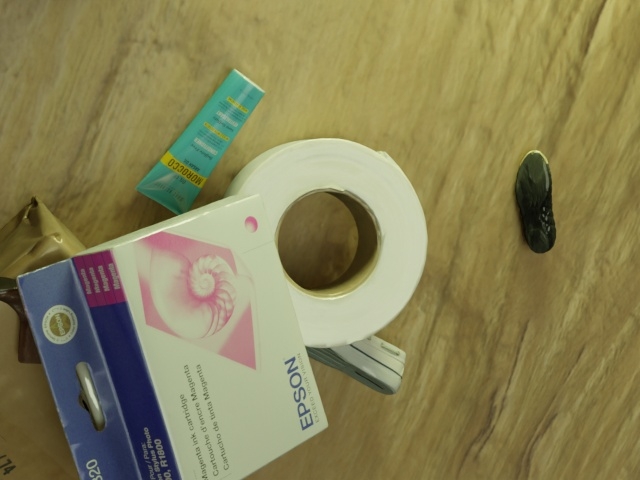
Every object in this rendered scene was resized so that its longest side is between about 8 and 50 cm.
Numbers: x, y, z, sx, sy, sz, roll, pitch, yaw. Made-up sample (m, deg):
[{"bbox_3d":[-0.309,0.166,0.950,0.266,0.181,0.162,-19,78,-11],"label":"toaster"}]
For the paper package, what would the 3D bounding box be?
[{"bbox_3d":[-0.362,0.172,1.347,0.309,0.168,0.325,-41,120,-6],"label":"paper package"}]

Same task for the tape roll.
[{"bbox_3d":[0.000,0.000,1.452,0.286,0.100,0.286,-1,94,-14],"label":"tape roll"}]

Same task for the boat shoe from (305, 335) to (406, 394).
[{"bbox_3d":[0.035,0.151,1.587,0.226,0.083,0.076,36,62,-28],"label":"boat shoe"}]

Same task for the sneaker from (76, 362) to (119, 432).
[{"bbox_3d":[-0.223,0.207,1.292,0.121,0.079,0.217,-28,118,-25],"label":"sneaker"}]

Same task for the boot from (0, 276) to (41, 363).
[{"bbox_3d":[-0.348,0.098,1.214,0.106,0.037,0.114,-5,115,-21],"label":"boot"}]

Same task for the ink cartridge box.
[{"bbox_3d":[-0.159,0.141,1.260,0.330,0.071,0.324,-25,103,-43],"label":"ink cartridge box"}]

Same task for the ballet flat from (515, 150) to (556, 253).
[{"bbox_3d":[0.341,-0.061,1.669,0.057,0.049,0.173,1,114,22],"label":"ballet flat"}]

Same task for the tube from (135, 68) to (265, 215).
[{"bbox_3d":[-0.155,-0.131,1.409,0.080,0.052,0.207,34,98,-21],"label":"tube"}]
